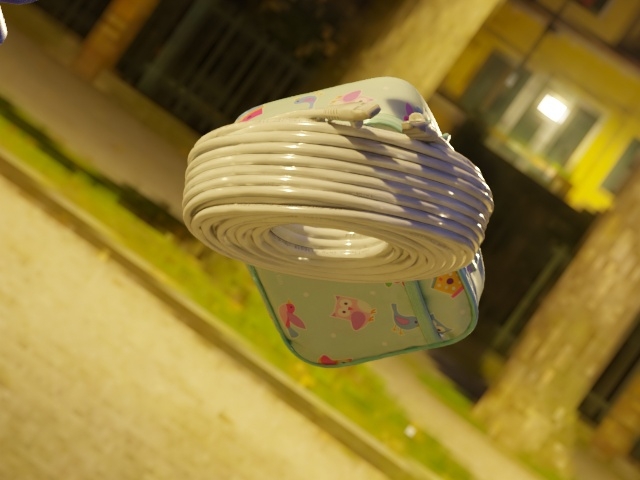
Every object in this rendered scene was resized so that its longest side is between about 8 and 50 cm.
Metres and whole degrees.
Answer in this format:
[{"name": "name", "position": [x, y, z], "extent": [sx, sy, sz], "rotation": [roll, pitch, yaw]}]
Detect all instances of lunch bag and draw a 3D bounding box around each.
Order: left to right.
[{"name": "lunch bag", "position": [0.036, -0.017, 1.917], "extent": [0.108, 0.224, 0.279], "rotation": [-67, 141, -54]}]

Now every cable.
[{"name": "cable", "position": [0.015, -0.029, 1.637], "extent": [0.257, 0.089, 0.257], "rotation": [-3, -18, 35]}]

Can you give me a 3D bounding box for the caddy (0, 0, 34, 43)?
[{"name": "caddy", "position": [-0.496, -0.347, 2.424], "extent": [0.341, 0.241, 0.179], "rotation": [4, -47, 30]}]
